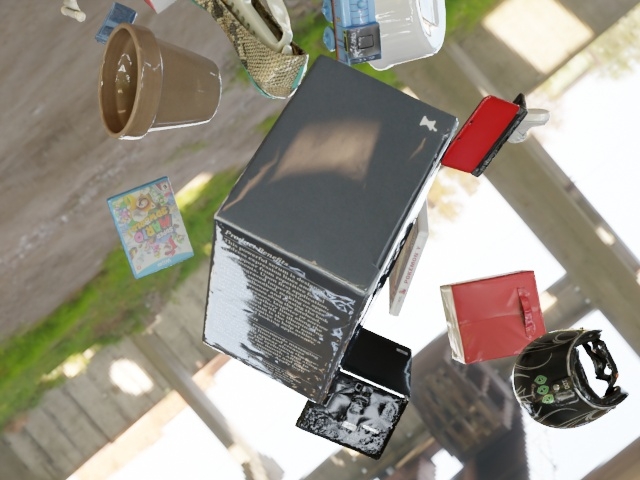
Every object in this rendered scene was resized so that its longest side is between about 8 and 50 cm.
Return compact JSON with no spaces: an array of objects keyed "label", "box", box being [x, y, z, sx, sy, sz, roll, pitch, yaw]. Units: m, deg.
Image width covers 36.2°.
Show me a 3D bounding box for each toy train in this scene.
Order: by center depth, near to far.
[{"label":"toy train","box":[0.050,-0.381,1.618,0.080,0.184,0.105,-15,-155,-20]}]

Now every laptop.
[{"label":"laptop","box":[0.085,0.356,2.379,0.264,0.234,0.136,-64,-166,5]}]

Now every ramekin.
[{"label":"ramekin","box":[0.169,-0.509,2.080,0.135,0.277,0.277,-4,-162,23]}]

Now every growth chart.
[{"label":"growth chart","box":[-0.387,-0.460,1.535,0.021,0.237,0.172,-4,-157,-24]}]

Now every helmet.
[{"label":"helmet","box":[0.385,0.219,1.548,0.169,0.169,0.161,-42,-175,-35]}]

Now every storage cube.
[{"label":"storage cube","box":[0.392,0.174,2.244,0.193,0.184,0.215,-10,178,-3]}]

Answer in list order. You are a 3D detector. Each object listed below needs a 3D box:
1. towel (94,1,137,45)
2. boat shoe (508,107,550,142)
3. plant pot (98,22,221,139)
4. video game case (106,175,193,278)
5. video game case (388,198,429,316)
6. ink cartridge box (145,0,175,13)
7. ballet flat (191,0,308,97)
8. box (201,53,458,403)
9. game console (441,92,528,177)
[{"label":"towel","box":[-0.517,-0.545,2.484,0.029,0.067,0.119,109,4,-69]},{"label":"boat shoe","box":[0.368,-0.218,1.881,0.066,0.063,0.184,-17,-167,-37]},{"label":"plant pot","box":[-0.362,-0.354,2.253,0.229,0.263,0.263,2,154,-34]},{"label":"video game case","box":[-0.314,-0.023,1.816,0.119,0.166,0.015,-23,-153,-17]},{"label":"video game case","box":[0.162,0.015,1.834,0.201,0.023,0.184,-84,-170,-62]},{"label":"ink cartridge box","box":[-0.342,-0.566,1.762,0.272,0.309,0.130,-38,151,-7]},{"label":"ballet flat","box":[-0.178,-0.540,2.207,0.164,0.483,0.182,-21,158,-44]},{"label":"box","box":[0.000,0.000,1.364,0.294,0.212,0.395,-60,174,-29]},{"label":"game console","box":[0.267,-0.185,1.618,0.144,0.085,0.124,-55,-170,28]}]
